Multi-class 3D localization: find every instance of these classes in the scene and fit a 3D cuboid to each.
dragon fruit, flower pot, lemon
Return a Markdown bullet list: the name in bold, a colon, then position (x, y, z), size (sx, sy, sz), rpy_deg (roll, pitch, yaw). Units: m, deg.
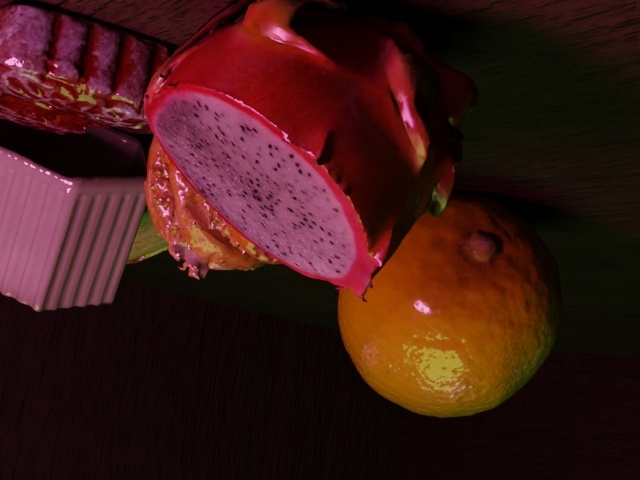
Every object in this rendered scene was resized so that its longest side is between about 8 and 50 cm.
- **dragon fruit**: position (0.007, -0.118, 1.195), size (0.305, 0.226, 0.305), rpy_deg (35, 160, 15)
- **flower pot**: position (-0.338, -0.045, 1.559), size (0.209, 0.190, 0.239), rpy_deg (13, -158, -22)
- **lemon**: position (0.198, 0.084, 1.876), size (0.364, 0.364, 0.364), rpy_deg (9, 170, 2)

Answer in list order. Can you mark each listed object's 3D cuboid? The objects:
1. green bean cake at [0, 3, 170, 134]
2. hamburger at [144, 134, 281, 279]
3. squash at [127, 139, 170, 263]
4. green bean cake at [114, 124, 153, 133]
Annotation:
- **green bean cake**: position (-0.303, -0.187, 1.419), size (0.198, 0.097, 0.232), rpy_deg (15, 168, -32)
- **hamburger**: position (-0.080, -0.073, 1.424), size (0.245, 0.260, 0.211), rpy_deg (36, 161, -32)
- **squash**: position (-0.214, -0.046, 1.841), size (0.309, 0.210, 0.233), rpy_deg (8, -176, 34)
- **green bean cake**: position (-0.230, -0.174, 1.542), size (0.135, 0.056, 0.135), rpy_deg (7, 171, 33)
